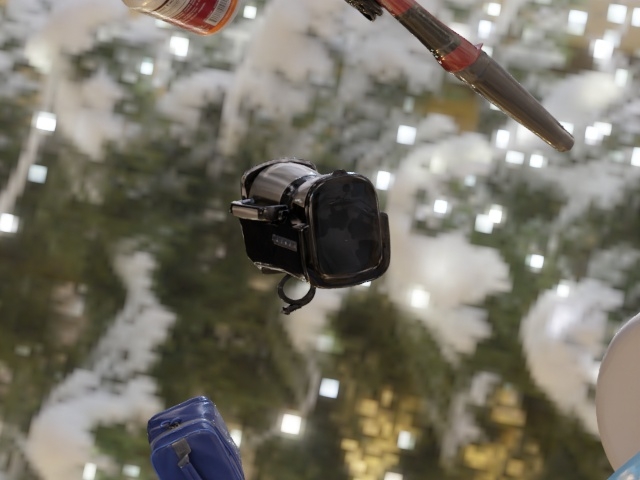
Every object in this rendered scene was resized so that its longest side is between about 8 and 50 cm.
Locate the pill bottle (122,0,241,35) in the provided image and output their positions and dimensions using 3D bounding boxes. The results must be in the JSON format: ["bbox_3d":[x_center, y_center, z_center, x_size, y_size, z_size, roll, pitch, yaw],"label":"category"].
[{"bbox_3d":[-0.162,-0.277,2.124,0.152,0.086,0.086,17,-98,-48],"label":"pill bottle"}]

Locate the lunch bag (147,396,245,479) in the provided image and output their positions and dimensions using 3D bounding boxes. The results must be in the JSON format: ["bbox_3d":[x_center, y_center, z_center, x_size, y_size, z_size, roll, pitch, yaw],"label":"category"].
[{"bbox_3d":[-0.108,0.189,1.732,0.098,0.067,0.065,62,-175,-30],"label":"lunch bag"}]

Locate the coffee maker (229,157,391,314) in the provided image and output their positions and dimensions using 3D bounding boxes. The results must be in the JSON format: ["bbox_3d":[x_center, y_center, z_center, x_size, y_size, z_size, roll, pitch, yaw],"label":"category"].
[{"bbox_3d":[0.000,0.000,2.148,0.171,0.120,0.178,63,163,-19],"label":"coffee maker"}]

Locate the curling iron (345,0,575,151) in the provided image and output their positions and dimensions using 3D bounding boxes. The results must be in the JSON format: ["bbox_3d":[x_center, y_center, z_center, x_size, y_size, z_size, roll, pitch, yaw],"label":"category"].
[{"bbox_3d":[0.105,-0.149,1.570,0.035,0.274,0.068,-58,26,1],"label":"curling iron"}]

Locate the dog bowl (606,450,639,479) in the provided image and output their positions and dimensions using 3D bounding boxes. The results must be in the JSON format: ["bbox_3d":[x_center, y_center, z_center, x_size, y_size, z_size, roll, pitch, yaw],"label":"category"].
[{"bbox_3d":[0.214,0.259,1.469,0.297,0.074,0.166,-45,-30,4],"label":"dog bowl"}]

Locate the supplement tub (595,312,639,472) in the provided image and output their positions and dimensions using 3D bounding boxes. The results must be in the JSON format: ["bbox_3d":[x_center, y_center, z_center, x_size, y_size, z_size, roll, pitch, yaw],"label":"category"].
[{"bbox_3d":[0.479,0.164,2.135,0.324,0.235,0.235,-8,-66,-40],"label":"supplement tub"}]
